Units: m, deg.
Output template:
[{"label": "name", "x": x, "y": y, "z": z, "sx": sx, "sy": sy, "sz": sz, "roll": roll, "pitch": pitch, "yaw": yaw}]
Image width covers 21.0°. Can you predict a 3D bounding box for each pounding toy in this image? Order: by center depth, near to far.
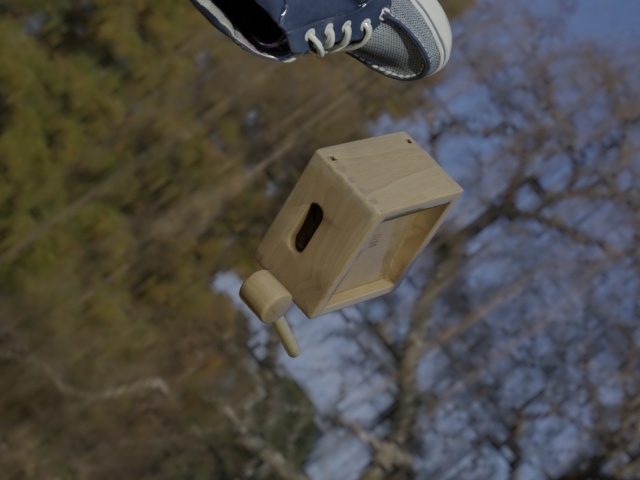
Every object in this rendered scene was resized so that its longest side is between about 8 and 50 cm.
[{"label": "pounding toy", "x": -0.008, "y": 0.008, "z": 1.479, "sx": 0.094, "sy": 0.206, "sz": 0.181, "roll": 47, "pitch": -55, "yaw": 21}]

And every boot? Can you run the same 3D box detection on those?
[{"label": "boot", "x": -0.004, "y": -0.120, "z": 0.920, "sx": 0.069, "sy": 0.086, "sz": 0.190, "roll": -21, "pitch": -43, "yaw": 41}]
